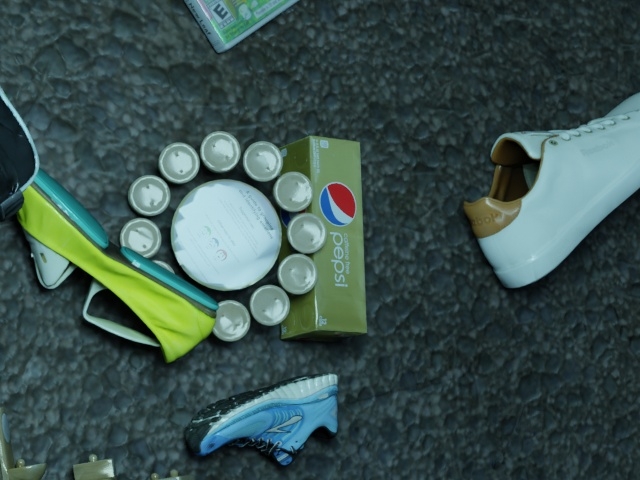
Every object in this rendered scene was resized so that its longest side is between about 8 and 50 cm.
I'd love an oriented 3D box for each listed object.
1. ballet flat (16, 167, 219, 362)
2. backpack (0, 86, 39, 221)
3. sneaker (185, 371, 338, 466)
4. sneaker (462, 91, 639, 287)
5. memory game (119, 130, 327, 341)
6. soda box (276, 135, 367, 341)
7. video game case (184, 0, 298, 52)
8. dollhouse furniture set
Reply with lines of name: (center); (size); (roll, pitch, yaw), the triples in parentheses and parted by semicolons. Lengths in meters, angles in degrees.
ballet flat: (-0.191, 0.023, 1.592); (0.231, 0.077, 0.077); (38, 95, -16)
backpack: (-0.367, -0.096, 1.424); (0.225, 0.191, 0.253); (-40, 110, -36)
sneaker: (-0.043, 0.166, 1.666); (0.162, 0.063, 0.073); (-14, 91, -35)
sneaker: (0.253, -0.086, 1.896); (0.290, 0.106, 0.123); (-44, 107, -31)
memory game: (-0.085, -0.005, 1.667); (0.186, 0.012, 0.186); (1, 84, -12)
soda box: (0.000, 0.000, 1.732); (0.058, 0.061, 0.181); (5, 77, -34)
video game case: (-0.072, -0.307, 1.775); (0.212, 0.023, 0.193); (-39, 102, -34)
dollhouse furniture set: (-0.188, 0.165, 1.518); (0.151, 0.144, 0.123); (-10, 83, 1)
